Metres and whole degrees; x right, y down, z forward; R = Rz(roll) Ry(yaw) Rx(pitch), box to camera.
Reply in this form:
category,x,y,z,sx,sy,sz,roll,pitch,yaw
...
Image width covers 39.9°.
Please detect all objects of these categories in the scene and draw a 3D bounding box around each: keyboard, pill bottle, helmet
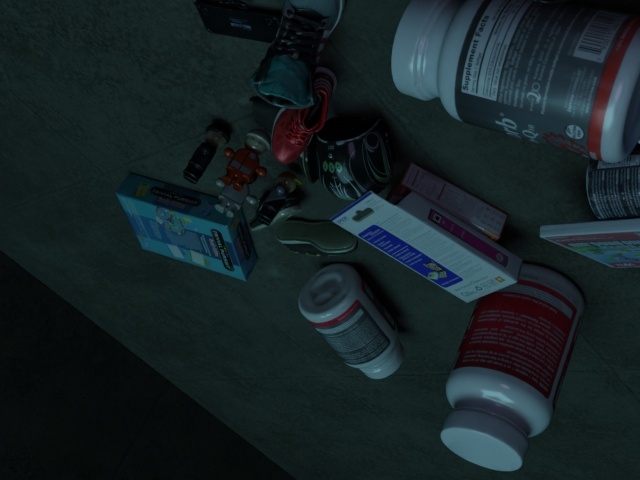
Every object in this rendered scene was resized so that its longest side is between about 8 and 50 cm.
category,x,y,z,sx,sy,sz,roll,pitch,yaw
keyboard,-0.150,-0.420,1.648,0.180,0.023,0.108,14,154,21
pill bottle,0.404,0.268,1.879,0.229,0.407,0.229,20,149,13
pill bottle,0.093,0.220,2.291,0.176,0.176,0.318,-1,139,40
pill bottle,0.306,-0.261,1.321,0.363,0.210,0.210,21,151,27
helmet,0.070,-0.158,1.754,0.169,0.169,0.161,7,127,32
pill bottle,0.577,-0.100,1.446,0.246,0.130,0.130,-3,139,41

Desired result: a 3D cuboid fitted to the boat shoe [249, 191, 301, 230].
category,x,y,z,sx,sy,sz,roll,pitch,yaw
boat shoe,-0.115,-0.077,2.121,0.233,0.084,0.079,-29,83,63

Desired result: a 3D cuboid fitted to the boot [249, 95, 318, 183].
category,x,y,z,sx,sy,sz,roll,pitch,yaw
boot,-0.068,-0.219,1.856,0.137,0.077,0.198,15,135,29

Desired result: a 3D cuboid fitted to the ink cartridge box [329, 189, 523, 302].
category,x,y,z,sx,sy,sz,roll,pitch,yaw
ink cartridge box,0.217,0.001,1.811,0.371,0.069,0.176,29,151,-17

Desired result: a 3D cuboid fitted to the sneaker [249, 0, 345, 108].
category,x,y,z,sx,sy,sz,roll,pitch,yaw
sneaker,-0.044,-0.328,1.526,0.124,0.178,0.295,16,151,-7

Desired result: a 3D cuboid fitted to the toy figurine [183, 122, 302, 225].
category,x,y,z,sx,sy,sz,roll,pitch,yaw
toy figurine,-0.171,-0.150,1.953,0.213,0.148,0.209,10,153,42

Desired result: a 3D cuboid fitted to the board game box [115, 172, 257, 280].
category,x,y,z,sx,sy,sz,roll,pitch,yaw
board game box,-0.353,-0.034,2.354,0.336,0.079,0.254,16,148,19

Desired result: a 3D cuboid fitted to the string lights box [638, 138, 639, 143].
category,x,y,z,sx,sy,sz,roll,pitch,yaw
string lights box,0.584,-0.220,1.249,0.077,0.133,0.260,34,149,-10

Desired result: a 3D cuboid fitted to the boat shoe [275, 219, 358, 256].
category,x,y,z,sx,sy,sz,roll,pitch,yaw
boat shoe,0.000,0.000,2.128,0.228,0.081,0.068,10,154,34

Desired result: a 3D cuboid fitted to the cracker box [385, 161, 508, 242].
category,x,y,z,sx,sy,sz,roll,pitch,yaw
cracker box,0.253,-0.051,1.849,0.232,0.067,0.156,29,151,-1

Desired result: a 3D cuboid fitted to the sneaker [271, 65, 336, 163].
category,x,y,z,sx,sy,sz,roll,pitch,yaw
sneaker,-0.045,-0.220,1.688,0.087,0.128,0.221,22,123,-6

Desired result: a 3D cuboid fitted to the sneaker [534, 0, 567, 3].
category,x,y,z,sx,sy,sz,roll,pitch,yaw
sneaker,0.302,-0.393,1.240,0.267,0.106,0.101,8,147,33

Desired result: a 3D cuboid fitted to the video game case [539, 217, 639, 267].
category,x,y,z,sx,sy,sz,roll,pitch,yaw
video game case,0.561,0.008,1.605,0.204,0.025,0.285,-4,165,44
